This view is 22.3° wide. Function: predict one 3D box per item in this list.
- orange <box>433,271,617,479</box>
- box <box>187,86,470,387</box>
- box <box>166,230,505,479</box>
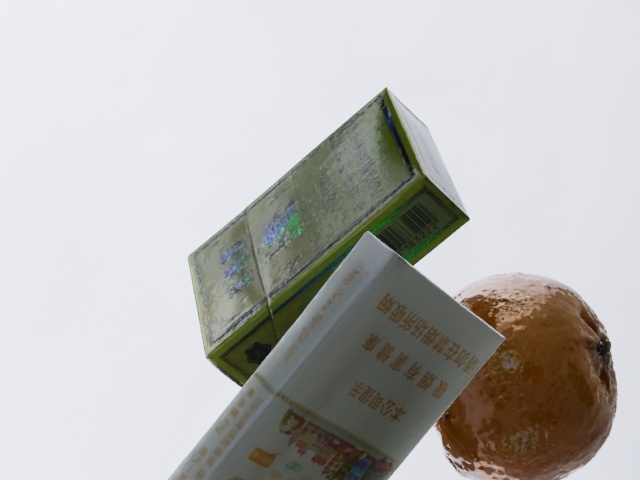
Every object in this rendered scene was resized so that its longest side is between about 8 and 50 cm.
[{"bbox_3d":[0.176,0.120,1.394,0.193,0.161,0.193,-9,-90,-70],"label":"orange"},{"bbox_3d":[0.000,0.000,1.243,0.220,0.141,0.064,-39,-57,13],"label":"box"},{"bbox_3d":[-0.012,0.107,0.783,0.220,0.032,0.122,-51,-38,3],"label":"box"}]
